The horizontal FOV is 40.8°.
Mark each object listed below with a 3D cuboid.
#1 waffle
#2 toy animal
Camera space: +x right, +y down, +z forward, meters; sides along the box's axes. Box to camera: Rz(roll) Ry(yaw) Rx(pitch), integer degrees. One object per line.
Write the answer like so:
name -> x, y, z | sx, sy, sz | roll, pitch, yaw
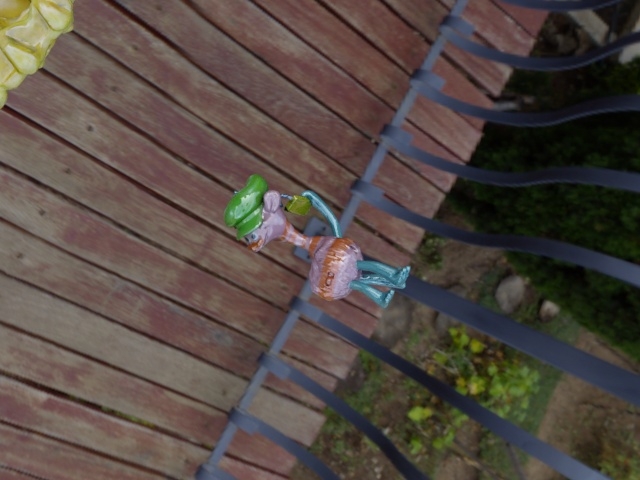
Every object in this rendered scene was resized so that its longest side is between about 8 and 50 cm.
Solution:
waffle -> -0.294, -0.166, 0.701 | 0.219, 0.229, 0.057 | -45, 139, 3
toy animal -> 0.000, 0.000, 0.932 | 0.208, 0.100, 0.103 | 28, 58, 6
